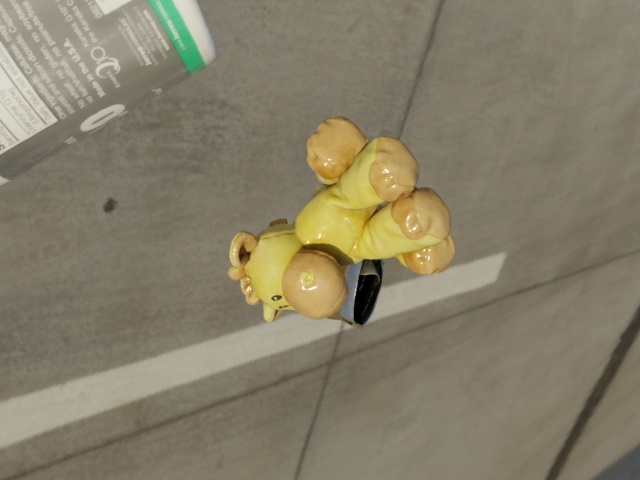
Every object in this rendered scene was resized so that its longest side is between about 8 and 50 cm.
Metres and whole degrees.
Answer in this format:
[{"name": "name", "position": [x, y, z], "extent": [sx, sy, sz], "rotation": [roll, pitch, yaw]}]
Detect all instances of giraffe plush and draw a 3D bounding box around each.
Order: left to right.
[{"name": "giraffe plush", "position": [0.000, 0.000, 0.780], "extent": [0.170, 0.210, 0.181], "rotation": [-44, 116, -18]}]

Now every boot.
[{"name": "boot", "position": [0.056, 0.005, 1.033], "extent": [0.082, 0.106, 0.219], "rotation": [17, 100, -45]}]

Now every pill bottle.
[{"name": "pill bottle", "position": [-0.300, -0.180, 0.800], "extent": [0.361, 0.204, 0.204], "rotation": [-30, 143, -3]}]
